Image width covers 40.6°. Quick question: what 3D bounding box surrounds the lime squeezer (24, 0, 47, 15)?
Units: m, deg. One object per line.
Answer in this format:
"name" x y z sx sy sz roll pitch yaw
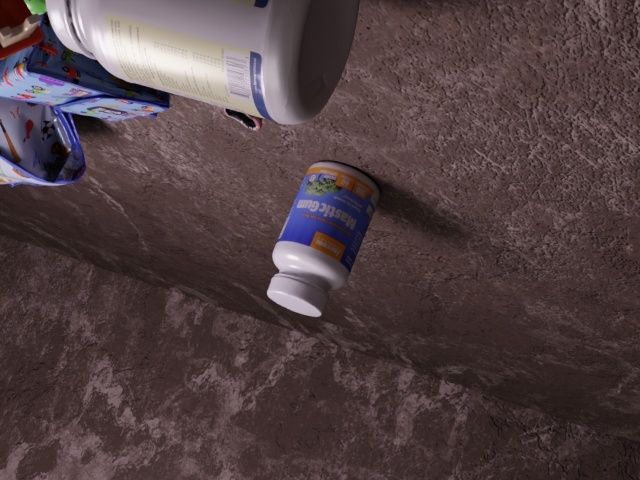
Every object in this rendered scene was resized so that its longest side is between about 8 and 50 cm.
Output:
"lime squeezer" -0.450 -0.387 1.356 0.310 0.058 0.110 25 -160 28

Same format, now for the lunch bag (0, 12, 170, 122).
"lunch bag" -0.429 -0.296 1.597 0.293 0.138 0.221 20 166 -36

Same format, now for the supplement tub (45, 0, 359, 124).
"supplement tub" -0.137 -0.288 1.048 0.325 0.235 0.235 18 161 15

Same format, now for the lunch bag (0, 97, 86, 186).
"lunch bag" -0.718 -0.255 1.836 0.328 0.239 0.385 2 146 43

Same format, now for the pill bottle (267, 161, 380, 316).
"pill bottle" 0.000 0.000 1.650 0.152 0.272 0.152 20 162 7

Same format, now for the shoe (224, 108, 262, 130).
"shoe" -0.133 -0.253 1.393 0.063 0.081 0.178 10 158 34

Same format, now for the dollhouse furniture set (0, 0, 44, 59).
"dollhouse furniture set" -0.490 -0.383 1.218 0.259 0.262 0.135 62 154 -8
